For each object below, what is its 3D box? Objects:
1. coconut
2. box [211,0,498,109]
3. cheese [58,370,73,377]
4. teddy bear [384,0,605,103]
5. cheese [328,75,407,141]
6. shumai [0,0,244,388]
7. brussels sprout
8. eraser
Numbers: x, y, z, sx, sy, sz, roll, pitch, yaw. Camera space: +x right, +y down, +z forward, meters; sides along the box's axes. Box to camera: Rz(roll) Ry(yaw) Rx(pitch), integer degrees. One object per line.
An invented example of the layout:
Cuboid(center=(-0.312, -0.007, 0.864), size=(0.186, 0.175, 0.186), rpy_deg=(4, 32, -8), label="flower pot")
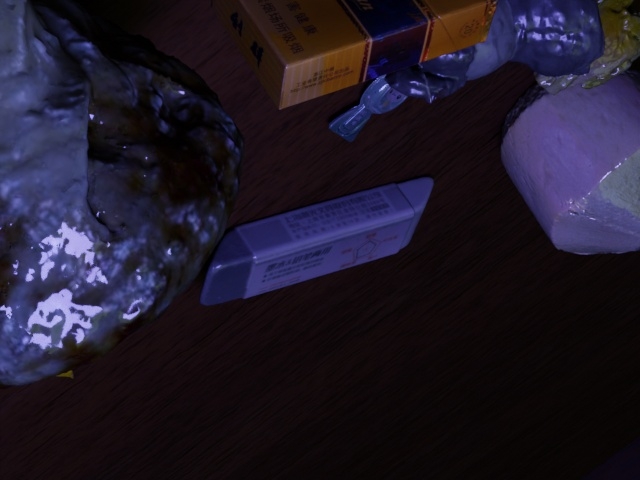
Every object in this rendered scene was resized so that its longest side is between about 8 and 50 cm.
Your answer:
Cuboid(center=(0.366, -0.094, 1.899), size=(0.239, 0.244, 0.239), rpy_deg=(-24, 148, -16), label="coconut")
Cuboid(center=(0.032, -0.232, 1.464), size=(0.237, 0.152, 0.070), rpy_deg=(-21, 148, -19), label="box")
Cuboid(center=(-0.331, 0.096, 1.654), size=(0.126, 0.093, 0.171), rpy_deg=(-36, 152, 4), label="cheese")
Cuboid(center=(0.177, -0.250, 1.618), size=(0.251, 0.144, 0.171), rpy_deg=(-6, 108, -15), label="teddy bear")
Cuboid(center=(0.065, -0.162, 1.725), size=(0.120, 0.026, 0.067), rpy_deg=(-41, 149, 14), label="cheese")
Cuboid(center=(-0.274, -0.121, 1.203), size=(0.395, 0.395, 0.348), rpy_deg=(-28, 125, -10), label="shumai")
Cuboid(center=(0.319, -0.254, 1.773), size=(0.181, 0.100, 0.139), rpy_deg=(-36, 140, 8), label="brussels sprout")
Cuboid(center=(0.000, 0.000, 1.868), size=(0.352, 0.061, 0.089), rpy_deg=(-15, 147, -28), label="eraser")
